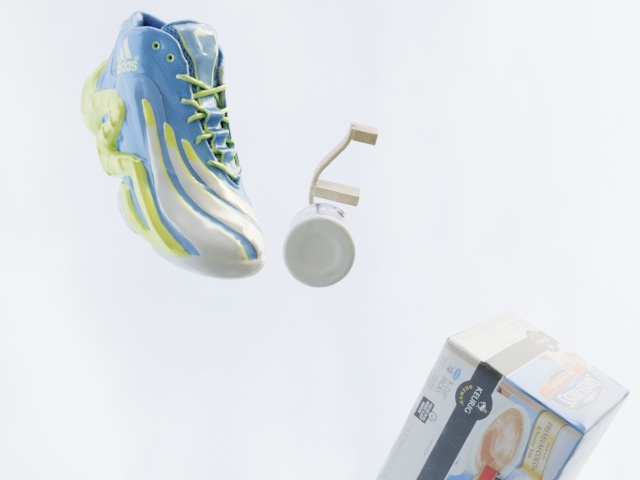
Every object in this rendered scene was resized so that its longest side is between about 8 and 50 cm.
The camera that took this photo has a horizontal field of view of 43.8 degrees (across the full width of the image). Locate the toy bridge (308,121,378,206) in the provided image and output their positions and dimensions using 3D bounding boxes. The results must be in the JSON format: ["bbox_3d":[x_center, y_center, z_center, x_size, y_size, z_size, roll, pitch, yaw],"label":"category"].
[{"bbox_3d":[0.018,-0.060,0.995,0.063,0.026,0.188,13,-57,-5],"label":"toy bridge"}]

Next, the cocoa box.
[{"bbox_3d":[0.264,0.325,1.220,0.231,0.228,0.347,-9,-52,-53],"label":"cocoa box"}]

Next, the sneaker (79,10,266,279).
[{"bbox_3d":[-0.104,-0.083,0.574,0.091,0.240,0.126,-7,-46,-43],"label":"sneaker"}]

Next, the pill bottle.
[{"bbox_3d":[0.000,0.000,0.883,0.078,0.137,0.078,0,-80,1],"label":"pill bottle"}]
